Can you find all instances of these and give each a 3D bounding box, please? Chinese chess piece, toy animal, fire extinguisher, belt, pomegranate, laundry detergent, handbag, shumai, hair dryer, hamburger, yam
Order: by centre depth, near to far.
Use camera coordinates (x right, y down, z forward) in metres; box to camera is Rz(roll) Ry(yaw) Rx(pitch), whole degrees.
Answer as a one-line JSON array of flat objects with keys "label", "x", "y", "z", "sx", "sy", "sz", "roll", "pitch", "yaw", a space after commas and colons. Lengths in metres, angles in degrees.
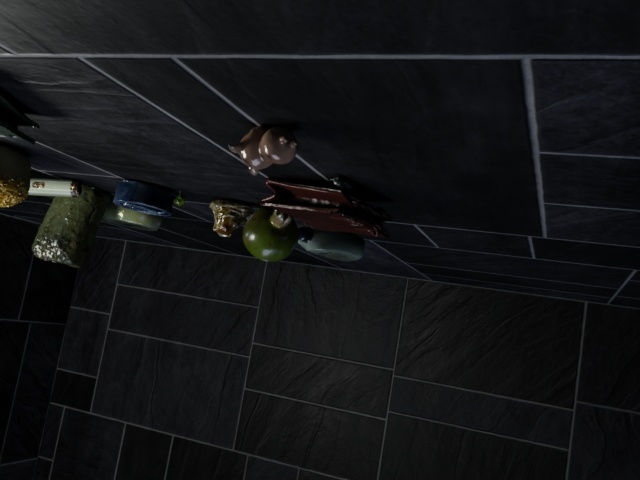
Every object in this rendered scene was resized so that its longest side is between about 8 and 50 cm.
[{"label": "toy animal", "x": -0.097, "y": -0.169, "z": 1.159, "sx": 0.150, "sy": 0.083, "sz": 0.089, "roll": -12, "pitch": -158, "yaw": 46}, {"label": "handbag", "x": -0.727, "y": -0.264, "z": 1.259, "sx": 0.247, "sy": 0.079, "sz": 0.260, "roll": 10, "pitch": 173, "yaw": 4}, {"label": "fire extinguisher", "x": 0.048, "y": -0.132, "z": 1.463, "sx": 0.038, "sy": 0.025, "sz": 0.083, "roll": 4, "pitch": 171, "yaw": 32}, {"label": "handbag", "x": 0.016, "y": -0.081, "z": 1.615, "sx": 0.275, "sy": 0.084, "sz": 0.260, "roll": 12, "pitch": 173, "yaw": 36}, {"label": "hamburger", "x": -0.961, "y": -0.182, "z": 1.785, "sx": 0.294, "sy": 0.179, "sz": 0.276, "roll": 6, "pitch": 171, "yaw": 28}, {"label": "pomegranate", "x": -0.148, "y": -0.022, "z": 1.980, "sx": 0.179, "sy": 0.179, "sz": 0.210, "roll": 11, "pitch": 172, "yaw": -13}, {"label": "belt", "x": -0.553, "y": -0.134, "z": 2.014, "sx": 0.190, "sy": 0.082, "sz": 0.141, "roll": 15, "pitch": 168, "yaw": -32}, {"label": "shumai", "x": -0.294, "y": -0.069, "z": 2.040, "sx": 0.145, "sy": 0.116, "sz": 0.145, "roll": 8, "pitch": 174, "yaw": 1}, {"label": "hair dryer", "x": -0.960, "y": -0.181, "z": 2.116, "sx": 0.362, "sy": 0.128, "sz": 0.203, "roll": 2, "pitch": 172, "yaw": -5}, {"label": "laundry detergent", "x": 0.000, "y": 0.000, "z": 2.229, "sx": 0.215, "sy": 0.105, "sz": 0.280, "roll": 5, "pitch": 173, "yaw": 45}, {"label": "yam", "x": -0.890, "y": -0.055, "z": 2.273, "sx": 0.195, "sy": 0.300, "sz": 0.195, "roll": 19, "pitch": 170, "yaw": 4}, {"label": "Chinese chess piece", "x": -0.722, "y": -0.102, "z": 2.443, "sx": 0.237, "sy": 0.092, "sz": 0.238, "roll": 10, "pitch": 174, "yaw": 1}]

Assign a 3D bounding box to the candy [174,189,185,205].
[{"label": "candy", "x": -0.452, "y": -0.142, "z": 2.048, "sx": 0.035, "sy": 0.035, "sz": 0.123, "roll": -34, "pitch": 178, "yaw": -21}]
